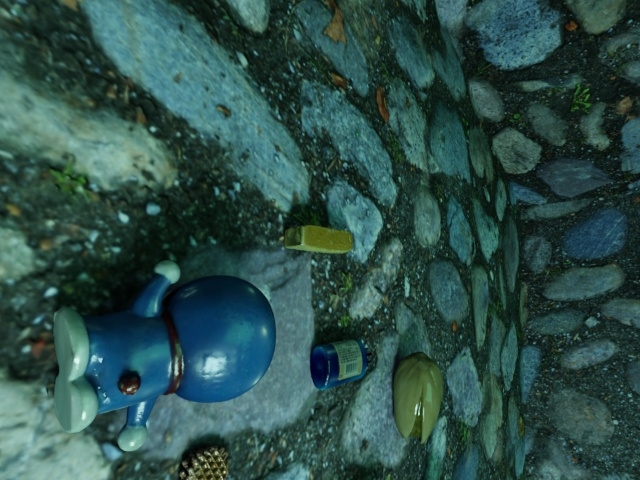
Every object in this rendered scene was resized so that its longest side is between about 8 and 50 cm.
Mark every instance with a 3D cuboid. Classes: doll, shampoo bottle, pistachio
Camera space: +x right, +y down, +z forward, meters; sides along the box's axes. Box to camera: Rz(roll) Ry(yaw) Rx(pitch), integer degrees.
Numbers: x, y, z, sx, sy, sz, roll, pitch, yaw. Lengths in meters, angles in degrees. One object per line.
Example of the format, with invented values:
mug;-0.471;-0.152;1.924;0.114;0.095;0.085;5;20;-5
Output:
doll;-0.180;0.132;0.501;0.257;0.161;0.214;0;98;-38
shampoo bottle;0.050;0.256;0.865;0.183;0.050;0.087;10;74;-53
pistachio;0.251;0.406;1.066;0.136;0.136;0.225;23;72;-51

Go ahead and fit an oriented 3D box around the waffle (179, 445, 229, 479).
waffle;-0.161;0.331;0.576;0.083;0.029;0.075;26;64;-52

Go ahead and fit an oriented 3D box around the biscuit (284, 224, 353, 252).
biscuit;0.000;0.000;0.837;0.188;0.056;0.052;9;79;-55
